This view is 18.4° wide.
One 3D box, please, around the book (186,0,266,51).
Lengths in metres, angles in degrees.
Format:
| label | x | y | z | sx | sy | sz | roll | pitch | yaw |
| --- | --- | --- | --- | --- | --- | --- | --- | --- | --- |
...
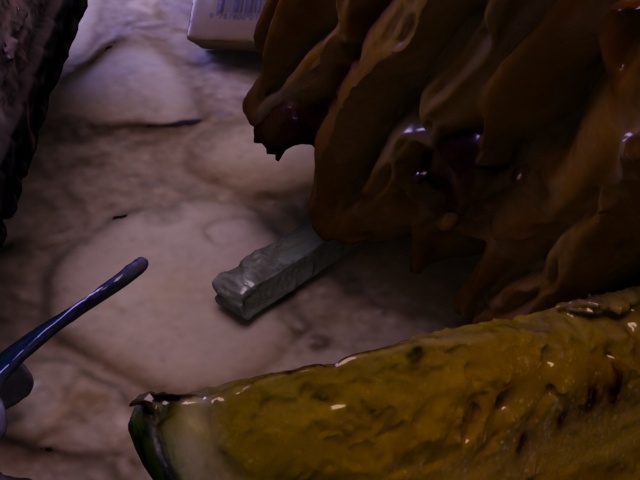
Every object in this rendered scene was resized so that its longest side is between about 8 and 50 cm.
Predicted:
| label | x | y | z | sx | sy | sz | roll | pitch | yaw |
| --- | --- | --- | --- | --- | --- | --- | --- | --- | --- |
| book | 0.021 | -0.207 | 1.034 | 0.161 | 0.026 | 0.230 | 5 | 77 | 20 |

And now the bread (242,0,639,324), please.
| label | x | y | z | sx | sy | sz | roll | pitch | yaw |
| --- | --- | --- | --- | --- | --- | --- | --- | --- | --- |
| bread | 0.177 | -0.086 | 0.831 | 0.370 | 0.314 | 0.191 | -6 | 65 | -18 |

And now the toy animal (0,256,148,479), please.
| label | x | y | z | sx | sy | sz | roll | pitch | yaw |
| --- | --- | --- | --- | --- | --- | --- | --- | --- | --- |
| toy animal | -0.159 | 0.103 | 0.716 | 0.176 | 0.239 | 0.255 | 25 | 87 | -13 |

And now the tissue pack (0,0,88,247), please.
| label | x | y | z | sx | sy | sz | roll | pitch | yaw |
| --- | --- | --- | --- | --- | --- | --- | --- | --- | --- |
| tissue pack | -0.235 | -0.074 | 0.888 | 0.245 | 0.123 | 0.332 | -15 | 40 | 23 |

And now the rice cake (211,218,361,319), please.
| label | x | y | z | sx | sy | sz | roll | pitch | yaw |
| --- | --- | --- | --- | --- | --- | --- | --- | --- | --- |
| rice cake | 0.000 | 0.000 | 0.923 | 0.121 | 0.021 | 0.022 | -33 | 43 | -30 |

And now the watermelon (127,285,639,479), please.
| label | x | y | z | sx | sy | sz | roll | pitch | yaw |
| --- | --- | --- | --- | --- | --- | --- | --- | --- | --- |
| watermelon | 0.055 | 0.071 | 0.767 | 0.301 | 0.129 | 0.123 | -10 | 42 | -31 |
